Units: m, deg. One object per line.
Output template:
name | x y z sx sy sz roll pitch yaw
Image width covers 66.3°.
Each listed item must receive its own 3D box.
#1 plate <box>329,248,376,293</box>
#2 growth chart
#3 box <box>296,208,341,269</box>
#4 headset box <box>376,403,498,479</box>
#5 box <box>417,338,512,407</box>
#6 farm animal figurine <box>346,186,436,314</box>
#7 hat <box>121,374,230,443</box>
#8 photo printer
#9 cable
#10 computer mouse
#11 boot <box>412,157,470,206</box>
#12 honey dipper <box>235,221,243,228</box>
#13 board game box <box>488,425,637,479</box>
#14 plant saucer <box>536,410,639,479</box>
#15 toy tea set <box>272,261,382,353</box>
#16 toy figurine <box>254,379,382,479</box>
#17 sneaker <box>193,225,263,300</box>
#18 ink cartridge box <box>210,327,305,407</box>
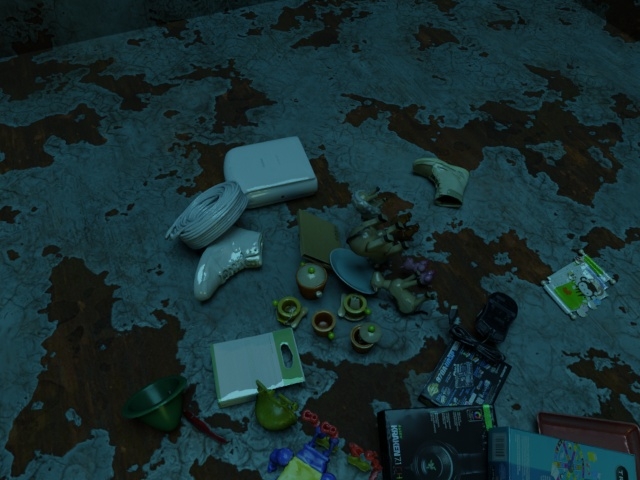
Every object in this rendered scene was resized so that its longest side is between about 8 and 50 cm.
plate | 0.103 0.099 1.520 0.188 0.024 0.188 26 31 -17
growth chart | 0.821 0.141 1.553 0.237 0.021 0.172 -29 60 -21
box | 0.000 0.000 1.573 0.164 0.021 0.201 23 39 -30
headset box | 0.289 0.518 1.145 0.283 0.131 0.246 -1 68 -3
box | 0.394 0.387 1.332 0.175 0.051 0.220 29 57 19
farm animal figurine | 0.196 0.044 1.498 0.172 0.327 0.330 -29 43 30
hat | -0.386 0.473 1.263 0.173 0.183 0.208 -31 15 -35
photo printer | -0.192 -0.246 1.771 0.307 0.107 0.256 -13 54 -11
cable | -0.351 -0.084 1.580 0.257 0.089 0.257 -19 32 29
computer mouse | 0.464 0.233 1.427 0.184 0.060 0.262 29 46 10
boot | 0.426 -0.210 1.779 0.213 0.077 0.165 17 56 8
honey dipper | -0.287 -0.062 1.676 0.030 0.030 0.160 -28 60 -21
board game box | 0.526 0.566 1.055 0.336 0.079 0.254 17 64 -12
plant saucer | 0.671 0.569 1.203 0.259 0.047 0.258 6 53 4
toy tea set | 0.033 0.189 1.430 0.336 0.124 0.200 22 55 15
toy figurine | -0.062 0.522 1.141 0.362 0.191 0.217 25 61 18
sneaker | -0.271 0.070 1.526 0.169 0.108 0.292 10 51 10
ink cartridge box | -0.176 0.346 1.348 0.235 0.056 0.171 -9 54 -12
